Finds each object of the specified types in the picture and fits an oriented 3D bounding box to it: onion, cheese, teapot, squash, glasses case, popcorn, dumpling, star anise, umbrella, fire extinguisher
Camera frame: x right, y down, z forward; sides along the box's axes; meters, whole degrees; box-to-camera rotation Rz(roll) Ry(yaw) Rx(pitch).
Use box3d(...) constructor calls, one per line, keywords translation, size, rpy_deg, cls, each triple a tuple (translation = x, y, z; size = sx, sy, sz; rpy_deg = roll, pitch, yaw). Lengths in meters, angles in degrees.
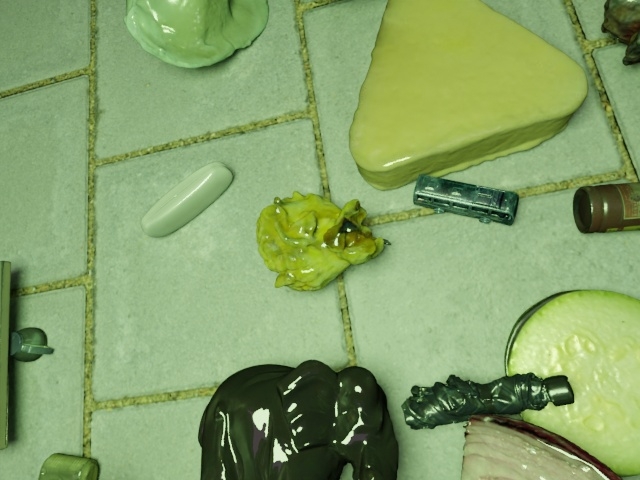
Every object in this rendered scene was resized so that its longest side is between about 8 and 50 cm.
box3d(translation=(0.302, 0.348, 0.544), size=(0.248, 0.111, 0.249), rpy_deg=(12, 103, 39), cls="onion")
box3d(translation=(0.253, -0.256, 0.748), size=(0.385, 0.104, 0.383), rpy_deg=(-3, 75, 11), cls="cheese")
box3d(translation=(-0.559, 0.200, 0.832), size=(0.088, 0.057, 0.066), rpy_deg=(12, 79, 16), cls="teapot")
box3d(translation=(0.394, 0.194, 0.630), size=(0.253, 0.049, 0.251), rpy_deg=(-4, 75, 14), cls="squash")
box3d(translation=(-0.251, -0.076, 0.827), size=(0.197, 0.076, 0.049), rpy_deg=(-39, 73, 1), cls="glasses case")
box3d(translation=(-0.002, -0.008, 0.725), size=(0.195, 0.173, 0.168), rpy_deg=(-22, 50, 16), cls="popcorn")
box3d(translation=(-0.266, -0.501, 0.876), size=(0.270, 0.212, 0.320), rpy_deg=(24, 92, 14), cls="dumpling")
box3d(translation=(0.559, -0.337, 0.702), size=(0.223, 0.109, 0.236), rpy_deg=(37, 68, 11), cls="star anise")
box3d(translation=(0.226, 0.217, 0.611), size=(0.224, 0.080, 0.071), rpy_deg=(-15, 92, 22), cls="umbrella")
box3d(translation=(0.519, -0.063, 0.636), size=(0.253, 0.106, 0.075), rpy_deg=(-4, 55, 12), cls="fire extinguisher")

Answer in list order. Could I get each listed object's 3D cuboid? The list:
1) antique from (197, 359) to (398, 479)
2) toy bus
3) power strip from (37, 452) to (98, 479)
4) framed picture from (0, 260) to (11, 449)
box3d(translation=(-0.049, 0.294, 0.610), size=(0.323, 0.185, 0.254), rpy_deg=(2, 55, 27), cls="antique")
box3d(translation=(0.237, -0.067, 0.721), size=(0.166, 0.065, 0.047), rpy_deg=(14, 78, 17), cls="toy bus")
box3d(translation=(-0.445, 0.559, 0.712), size=(0.092, 0.066, 0.386), rpy_deg=(3, 74, 12), cls="power strip")
box3d(translation=(-0.673, 0.231, 0.836), size=(0.248, 0.022, 0.334), rpy_deg=(-18, 72, 24), cls="framed picture")
